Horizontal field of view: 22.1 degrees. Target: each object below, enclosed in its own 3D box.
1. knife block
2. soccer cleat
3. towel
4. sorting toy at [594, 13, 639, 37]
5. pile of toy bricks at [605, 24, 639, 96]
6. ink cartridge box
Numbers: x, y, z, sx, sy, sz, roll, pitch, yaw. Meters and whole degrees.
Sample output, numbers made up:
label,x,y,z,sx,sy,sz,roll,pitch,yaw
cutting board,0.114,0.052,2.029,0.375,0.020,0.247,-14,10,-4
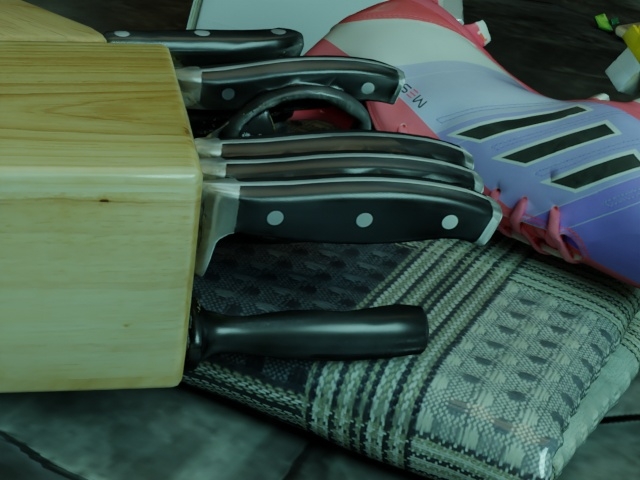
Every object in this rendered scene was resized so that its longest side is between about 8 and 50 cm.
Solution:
label,x,y,z,sx,sy,sz,roll,pitch,yaw
knife block,-0.088,-0.001,0.546,0.242,0.088,0.275,23,34,24
soccer cleat,0.076,-0.034,0.716,0.095,0.083,0.248,-31,43,-17
towel,0.000,0.000,0.748,0.312,0.056,0.324,18,23,17
sorting toy,0.276,-0.175,1.397,0.083,0.012,0.062,30,31,27
pile of toy bricks,0.249,-0.044,0.821,0.118,0.105,0.212,10,43,-42
ink cartridge box,0.006,-0.141,1.026,0.154,0.093,0.212,15,23,-1
